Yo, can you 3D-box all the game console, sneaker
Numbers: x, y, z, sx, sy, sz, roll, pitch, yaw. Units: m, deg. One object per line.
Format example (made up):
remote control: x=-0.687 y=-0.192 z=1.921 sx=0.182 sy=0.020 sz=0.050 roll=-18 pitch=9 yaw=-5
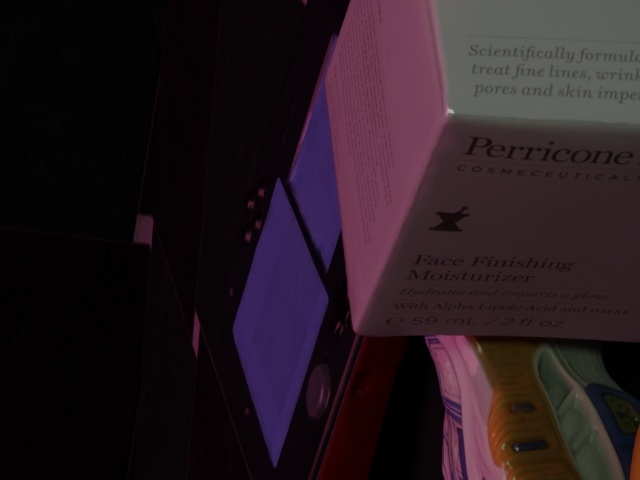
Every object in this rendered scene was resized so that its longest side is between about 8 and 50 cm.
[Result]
game console: x=0.000 y=0.000 z=1.454 sx=0.386 sy=0.060 sz=0.342 roll=-114 pitch=33 yaw=-63
sneaker: x=0.091 y=0.074 z=0.963 sx=0.131 sy=0.111 sz=0.296 roll=105 pitch=163 yaw=-47

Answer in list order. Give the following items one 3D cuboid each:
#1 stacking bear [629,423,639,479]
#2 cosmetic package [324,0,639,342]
stacking bear: x=0.163 y=0.074 z=0.546 sx=0.175 sy=0.164 sz=0.289 roll=106 pitch=166 yaw=-48
cosmetic package: x=0.096 y=-0.063 z=0.857 sx=0.184 sy=0.151 sz=0.151 roll=109 pitch=159 yaw=-57
